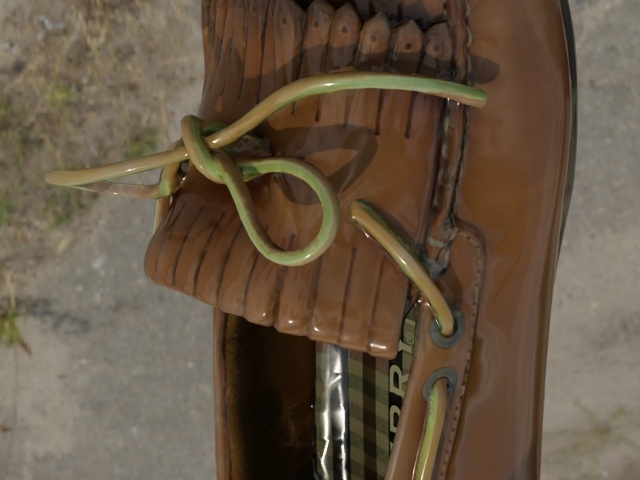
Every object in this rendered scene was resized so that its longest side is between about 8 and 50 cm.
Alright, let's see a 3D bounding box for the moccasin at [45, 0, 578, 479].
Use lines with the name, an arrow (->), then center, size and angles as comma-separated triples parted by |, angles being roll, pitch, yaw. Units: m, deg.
moccasin -> -0.002, -0.001, 0.483 | 0.147, 0.139, 0.380 | -22, 125, -37
